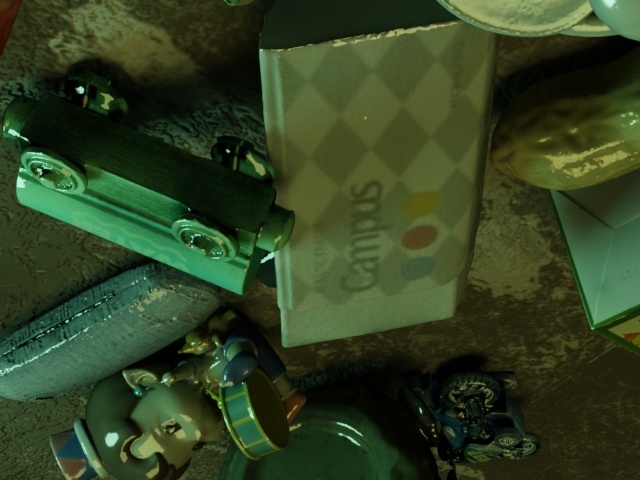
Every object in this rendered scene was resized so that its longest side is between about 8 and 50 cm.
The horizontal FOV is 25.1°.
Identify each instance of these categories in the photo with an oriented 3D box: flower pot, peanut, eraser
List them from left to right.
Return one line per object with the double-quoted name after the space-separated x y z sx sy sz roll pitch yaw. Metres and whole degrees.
0.033 0.319 1.756 0.302 0.302 0.213 -18 150 8 "flower pot"
0.053 -0.064 1.232 0.213 0.082 0.397 -10 142 -7 "eraser"
0.271 -0.114 1.258 0.257 0.123 0.123 -17 151 10 "peanut"

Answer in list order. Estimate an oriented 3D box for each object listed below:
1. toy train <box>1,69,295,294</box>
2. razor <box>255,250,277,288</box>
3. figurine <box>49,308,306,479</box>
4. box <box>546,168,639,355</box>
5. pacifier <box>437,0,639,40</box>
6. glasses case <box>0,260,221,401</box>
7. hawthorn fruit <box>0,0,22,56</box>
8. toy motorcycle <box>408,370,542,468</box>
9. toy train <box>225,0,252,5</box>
-0.142 -0.038 1.173 0.248 0.101 0.159 24 152 3 "toy train"
0.000 0.000 1.410 0.148 0.054 0.090 -33 142 30 "razor"
-0.162 0.194 1.577 0.275 0.158 0.161 -25 140 19 "figurine"
0.356 -0.008 1.414 0.195 0.177 0.148 -29 148 26 "box"
0.202 -0.203 0.955 0.287 0.226 0.238 -15 129 11 "pacifier"
-0.227 0.096 1.474 0.282 0.067 0.109 -29 150 24 "glasses case"
-0.278 -0.167 0.873 0.242 0.242 0.272 -27 178 23 "hawthorn fruit"
0.196 0.235 1.871 0.135 0.092 0.254 -13 143 20 "toy motorcycle"
-0.017 -0.236 0.928 0.194 0.081 0.125 -44 179 17 "toy train"
